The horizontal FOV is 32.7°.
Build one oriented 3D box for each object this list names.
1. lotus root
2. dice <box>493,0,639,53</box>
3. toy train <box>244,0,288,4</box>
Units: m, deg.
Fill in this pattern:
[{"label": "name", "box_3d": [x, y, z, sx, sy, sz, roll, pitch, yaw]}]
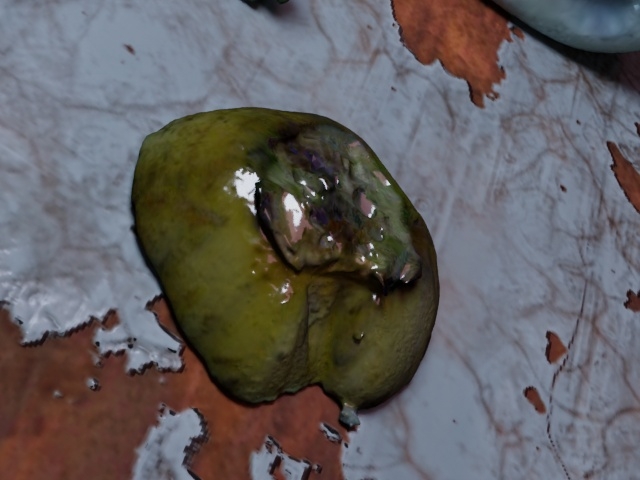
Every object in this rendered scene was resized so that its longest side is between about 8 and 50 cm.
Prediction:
[{"label": "lotus root", "box_3d": [-0.002, -0.004, 0.612, 0.183, 0.078, 0.203, -26, 81, -44]}, {"label": "dice", "box_3d": [0.251, -0.336, 0.900, 0.265, 0.268, 0.262, 30, 48, -19]}, {"label": "toy train", "box_3d": [-0.047, -0.209, 0.726, 0.103, 0.064, 0.044, 49, 45, 1]}]
